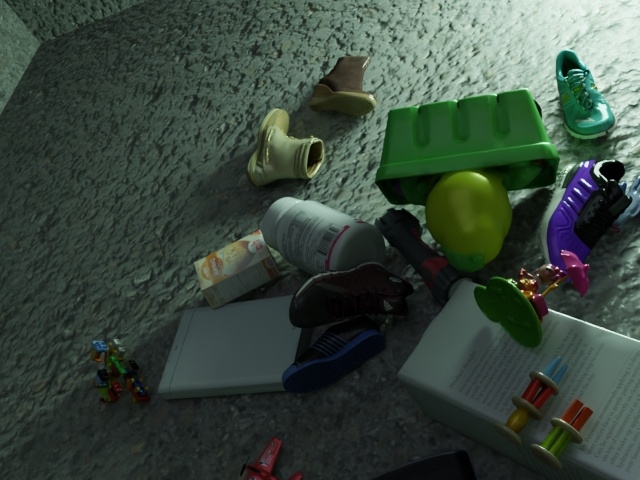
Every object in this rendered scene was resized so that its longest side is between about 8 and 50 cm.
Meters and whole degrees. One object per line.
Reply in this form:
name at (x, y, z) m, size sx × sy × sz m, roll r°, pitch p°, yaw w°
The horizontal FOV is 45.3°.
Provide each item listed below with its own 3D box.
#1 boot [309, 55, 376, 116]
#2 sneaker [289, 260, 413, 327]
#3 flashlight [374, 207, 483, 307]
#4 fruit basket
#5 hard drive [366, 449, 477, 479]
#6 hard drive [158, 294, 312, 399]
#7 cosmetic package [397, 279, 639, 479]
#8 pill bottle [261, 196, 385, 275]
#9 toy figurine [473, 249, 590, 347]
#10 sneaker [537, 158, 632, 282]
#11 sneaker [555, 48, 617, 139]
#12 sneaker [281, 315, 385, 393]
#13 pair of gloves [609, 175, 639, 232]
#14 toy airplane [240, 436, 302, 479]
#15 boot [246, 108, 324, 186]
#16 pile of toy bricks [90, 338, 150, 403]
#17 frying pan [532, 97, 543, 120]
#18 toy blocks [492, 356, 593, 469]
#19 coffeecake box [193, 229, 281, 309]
boot at (0.093, -0.455, 2.186) m, size 0.248 × 0.090 × 0.207 m, roll 10°, pitch 59°, yaw 43°
sneaker at (0.081, 0.119, 1.564) m, size 0.281 × 0.107 × 0.162 m, roll -22°, pitch 28°, yaw -38°
flashlight at (0.232, 0.029, 1.646) m, size 0.103 × 0.103 × 0.304 m, roll -38°, pitch 37°, yaw 3°
fruit basket at (0.306, -0.103, 1.581) m, size 0.391 × 0.283 × 0.393 m, roll -3°, pitch 80°, yaw 14°
hard drive at (0.151, 0.465, 1.313) m, size 0.254 × 0.054 × 0.172 m, roll -25°, pitch 42°, yaw 10°
hard drive at (-0.189, 0.242, 1.748) m, size 0.352 × 0.047 × 0.233 m, roll -9°, pitch 47°, yaw 26°
cosmetic package at (0.382, 0.256, 1.277) m, size 0.453 × 0.161 × 0.230 m, roll 21°, pitch 64°, yaw 43°
pill bottle at (0.000, 0.000, 1.767) m, size 0.283 × 0.160 × 0.160 m, roll 26°, pitch 68°, yaw 45°
toy figurine at (0.367, 0.079, 1.278) m, size 0.159 × 0.130 × 0.173 m, roll -29°, pitch 14°, yaw -16°
sneaker at (0.526, -0.054, 1.495) m, size 0.146 × 0.102 × 0.293 m, roll -13°, pitch 43°, yaw 46°
sneaker at (0.586, -0.330, 1.737) m, size 0.107 × 0.110 × 0.275 m, roll -22°, pitch 44°, yaw 14°
sneaker at (0.018, 0.233, 1.597) m, size 0.232 × 0.081 × 0.090 m, roll -26°, pitch 36°, yaw -7°
pair of gloves at (0.656, -0.057, 1.502) m, size 0.159 × 0.023 × 0.198 m, roll -47°, pitch 42°, yaw -11°
toy airplane at (-0.096, 0.462, 1.495) m, size 0.151 × 0.028 × 0.151 m, roll -18°, pitch 45°, yaw 19°
boot at (-0.079, -0.268, 2.119) m, size 0.203 × 0.095 × 0.262 m, roll -5°, pitch 51°, yaw 30°
pile of toy bricks at (-0.503, 0.338, 1.834) m, size 0.212 × 0.118 × 0.105 m, roll 44°, pitch 113°, yaw 39°
frying pan at (0.401, -0.220, 1.798) m, size 0.197 × 0.053 × 0.326 m, roll 12°, pitch 61°, yaw 40°
toy blocks at (0.348, 0.250, 1.143) m, size 0.148 × 0.054 × 0.123 m, roll -49°, pitch 42°, yaw -15°
coffeecake box at (-0.205, 0.069, 1.872) m, size 0.185 × 0.068 × 0.142 m, roll -27°, pitch 31°, yaw -3°
